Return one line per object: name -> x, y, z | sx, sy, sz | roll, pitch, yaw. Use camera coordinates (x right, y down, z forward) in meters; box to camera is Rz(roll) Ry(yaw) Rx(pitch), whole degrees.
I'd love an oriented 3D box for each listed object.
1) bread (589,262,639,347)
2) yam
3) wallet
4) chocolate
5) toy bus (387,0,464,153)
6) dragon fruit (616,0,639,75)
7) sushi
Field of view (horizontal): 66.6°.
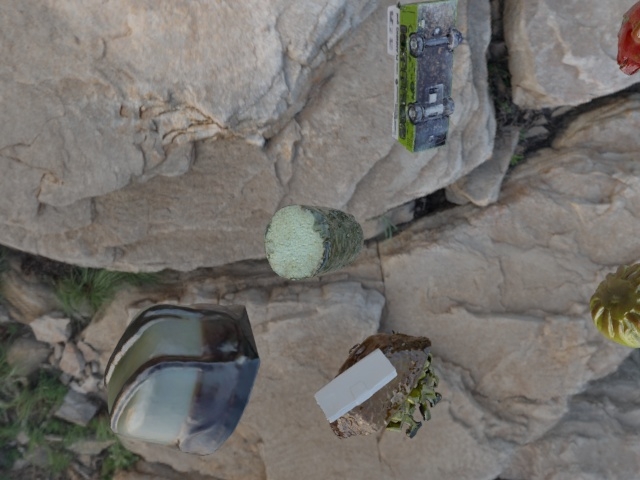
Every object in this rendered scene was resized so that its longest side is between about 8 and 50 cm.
bread -> 0.708, 0.141, 1.101 | 0.104, 0.213, 0.213 | 21, 115, -12
yam -> 0.000, 0.000, 0.750 | 0.107, 0.107, 0.194 | -48, 165, 16
wallet -> 0.034, 0.145, 0.489 | 0.083, 0.044, 0.011 | -34, 120, -5
chocolate -> -0.261, 0.223, 0.851 | 0.186, 0.284, 0.283 | 30, 110, -38
toy bus -> 0.212, -0.350, 1.041 | 0.113, 0.139, 0.302 | -14, 123, -16
dragon fruit -> 0.586, -0.364, 0.846 | 0.133, 0.136, 0.166 | -27, 156, -39
sushi -> 0.134, 0.325, 1.069 | 0.179, 0.167, 0.296 | 43, 80, -19
